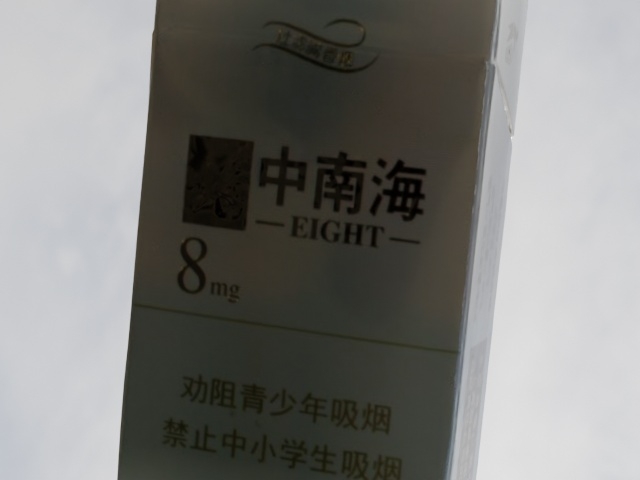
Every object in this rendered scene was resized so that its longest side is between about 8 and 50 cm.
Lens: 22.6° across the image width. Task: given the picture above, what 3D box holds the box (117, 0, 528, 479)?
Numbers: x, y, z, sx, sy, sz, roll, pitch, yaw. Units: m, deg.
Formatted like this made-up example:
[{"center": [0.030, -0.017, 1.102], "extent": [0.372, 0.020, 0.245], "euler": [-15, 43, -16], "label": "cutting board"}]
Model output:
[{"center": [0.000, 0.000, 0.695], "extent": [0.067, 0.155, 0.243], "euler": [-15, 112, -73], "label": "box"}]
